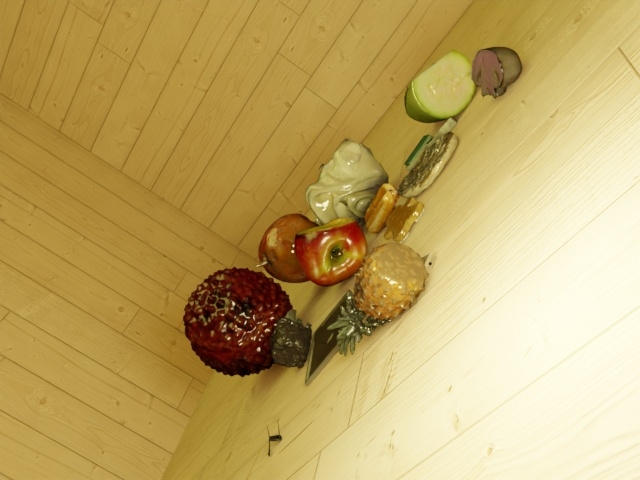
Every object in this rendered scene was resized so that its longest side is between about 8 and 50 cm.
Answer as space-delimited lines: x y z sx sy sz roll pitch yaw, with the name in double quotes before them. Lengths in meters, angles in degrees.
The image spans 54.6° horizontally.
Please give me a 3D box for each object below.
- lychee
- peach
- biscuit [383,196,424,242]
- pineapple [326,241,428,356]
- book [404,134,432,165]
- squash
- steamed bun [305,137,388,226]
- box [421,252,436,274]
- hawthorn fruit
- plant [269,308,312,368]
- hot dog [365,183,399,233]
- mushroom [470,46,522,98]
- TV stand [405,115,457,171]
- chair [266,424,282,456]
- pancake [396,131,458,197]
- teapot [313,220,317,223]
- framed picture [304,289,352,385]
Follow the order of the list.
"lychee" -0.313 0.300 2.370 0.424 0.425 0.500 -56 28 -2
"peach" 0.027 0.031 2.134 0.274 0.249 0.245 -112 35 -73
"biscuit" 0.255 -0.063 1.935 0.158 0.035 0.240 -53 10 4
"pineapple" 0.128 0.160 1.526 0.340 0.169 0.169 -62 3 40
"book" 0.373 -0.344 2.372 0.135 0.017 0.103 -55 7 2
"squash" 0.414 -0.540 2.263 0.234 0.210 0.309 -39 14 0
"steamed bun" 0.127 -0.175 2.368 0.347 0.237 0.393 -26 -41 -43
"box" 0.250 0.068 1.536 0.053 0.024 0.083 -61 12 -29
"hawthorn fruit" -0.125 0.045 2.417 0.298 0.276 0.277 -22 -9 -28
"plant" -0.099 0.328 2.059 0.203 0.131 0.142 -96 23 -58
"hot dog" 0.211 -0.104 2.116 0.249 0.076 0.102 114 157 -56
"mushroom" 0.530 -0.508 1.838 0.117 0.141 0.188 -23 20 -3
"TV stand" 0.389 -0.333 2.186 0.249 0.036 0.042 -50 10 32
"chair" -0.130 0.563 1.754 0.037 0.042 0.086 -142 51 -82
"pancake" 0.350 -0.245 2.038 0.282 0.049 0.282 -53 10 13
"teapot" 0.010 -0.019 2.688 0.318 0.149 0.220 -62 0 -23
"framed picture" 0.028 0.295 1.921 0.213 0.016 0.289 -53 10 21
